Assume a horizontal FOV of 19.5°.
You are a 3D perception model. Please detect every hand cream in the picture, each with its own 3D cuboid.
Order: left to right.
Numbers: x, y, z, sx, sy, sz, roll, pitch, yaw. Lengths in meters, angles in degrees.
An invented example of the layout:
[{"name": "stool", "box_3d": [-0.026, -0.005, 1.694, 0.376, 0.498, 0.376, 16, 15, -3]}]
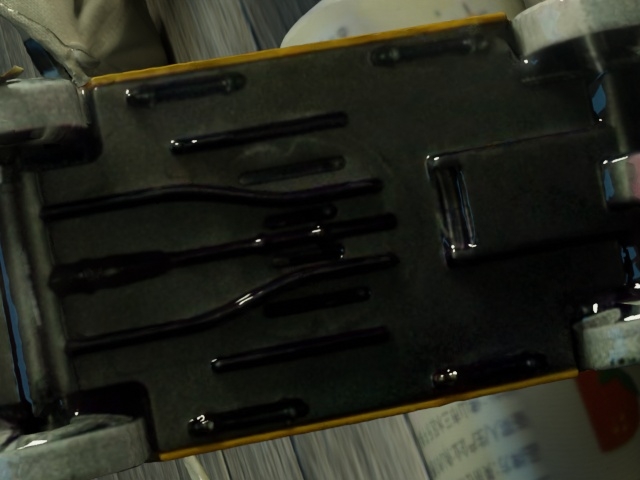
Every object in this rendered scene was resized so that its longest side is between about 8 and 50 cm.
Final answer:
[{"name": "hand cream", "box_3d": [0.051, 0.046, 0.417, 0.095, 0.059, 0.276, 124, 130, -70]}]

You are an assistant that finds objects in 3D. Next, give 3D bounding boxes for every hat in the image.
[{"name": "hat", "box_3d": [-0.132, -0.122, 1.010, 0.219, 0.164, 0.226, 55, -142, -21]}]

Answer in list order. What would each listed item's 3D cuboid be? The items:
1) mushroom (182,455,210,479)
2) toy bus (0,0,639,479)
[{"name": "mushroom", "box_3d": [-0.031, 0.235, 0.949, 0.306, 0.043, 0.068, -113, 35, -48]}, {"name": "toy bus", "box_3d": [0.000, 0.000, 0.344, 0.074, 0.162, 0.070, 153, 107, -80]}]
